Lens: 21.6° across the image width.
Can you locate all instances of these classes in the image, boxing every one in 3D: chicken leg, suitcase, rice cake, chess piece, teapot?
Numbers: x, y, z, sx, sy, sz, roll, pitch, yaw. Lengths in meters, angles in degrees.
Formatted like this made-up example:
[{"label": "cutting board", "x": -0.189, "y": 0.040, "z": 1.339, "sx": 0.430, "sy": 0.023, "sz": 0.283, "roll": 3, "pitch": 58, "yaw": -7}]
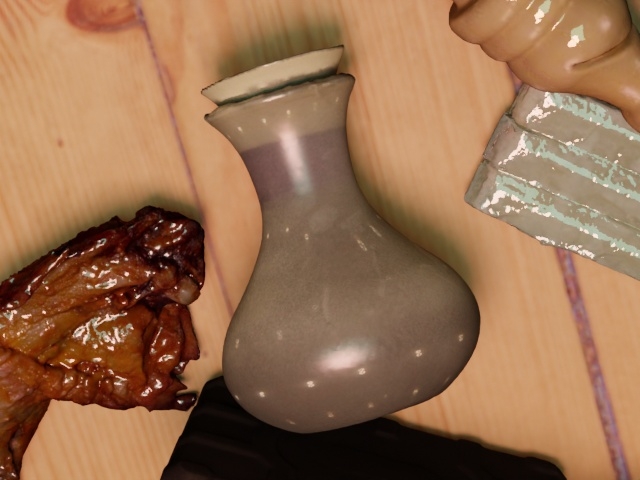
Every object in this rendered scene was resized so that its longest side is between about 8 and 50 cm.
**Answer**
[{"label": "chicken leg", "x": -0.195, "y": 0.102, "z": 1.246, "sx": 0.322, "sy": 0.083, "sz": 0.177, "roll": -41, "pitch": 115, "yaw": 9}, {"label": "suitcase", "x": 0.034, "y": 0.185, "z": 1.175, "sx": 0.285, "sy": 0.206, "sz": 0.066, "roll": 15, "pitch": 107, "yaw": 2}, {"label": "rice cake", "x": 0.219, "y": -0.035, "z": 1.194, "sx": 0.211, "sy": 0.038, "sz": 0.124, "roll": 27, "pitch": 103, "yaw": -1}, {"label": "chess piece", "x": 0.125, "y": -0.171, "z": 1.127, "sx": 0.307, "sy": 0.139, "sz": 0.124, "roll": 35, "pitch": 62, "yaw": -9}, {"label": "teapot", "x": 0.000, "y": 0.000, "z": 1.162, "sx": 0.183, "sy": 0.183, "sz": 0.251, "roll": -17, "pitch": 91, "yaw": 8}]
